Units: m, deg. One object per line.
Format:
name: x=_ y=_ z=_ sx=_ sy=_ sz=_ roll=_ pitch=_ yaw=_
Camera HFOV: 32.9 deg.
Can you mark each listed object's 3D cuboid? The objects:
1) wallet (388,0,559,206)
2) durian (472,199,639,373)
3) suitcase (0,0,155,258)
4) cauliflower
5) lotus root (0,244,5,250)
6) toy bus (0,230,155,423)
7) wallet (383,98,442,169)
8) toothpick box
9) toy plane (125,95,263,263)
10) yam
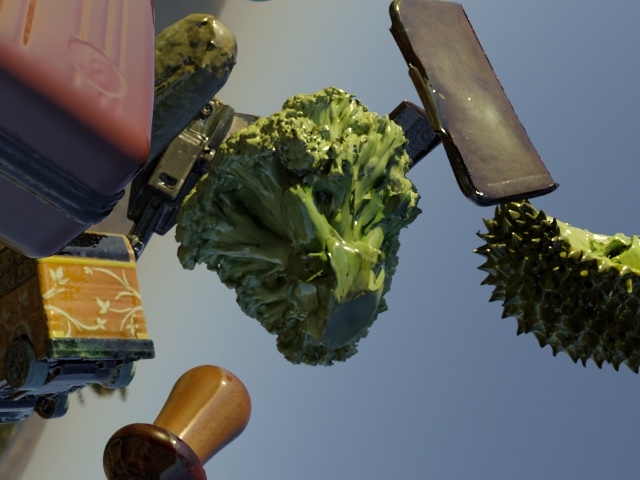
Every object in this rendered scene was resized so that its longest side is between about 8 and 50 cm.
wallet: x=0.157 y=-0.156 z=1.179 sx=0.031 sy=0.137 sz=0.255 roll=-41 pitch=-115 yaw=46
durian: x=0.346 y=0.053 z=1.292 sx=0.169 sy=0.355 sz=0.157 roll=-81 pitch=-168 yaw=-45
suitcase: x=-0.258 y=-0.150 z=0.902 sx=0.161 sy=0.236 sz=0.297 roll=-41 pitch=-147 yaw=22
cauliflower: x=0.000 y=0.000 z=1.096 sx=0.272 sy=0.275 sz=0.250 roll=-47 pitch=-145 yaw=15
lotus root: x=-0.437 y=0.009 z=1.559 sx=0.118 sy=0.221 sz=0.125 roll=-13 pitch=-158 yaw=34
toy bus: x=-0.371 y=0.118 z=1.367 sx=0.323 sy=0.162 sz=0.194 roll=-27 pitch=-112 yaw=40
wallet: x=0.146 y=-0.182 z=2.177 sx=0.243 sy=0.133 sz=0.039 roll=-41 pitch=-147 yaw=41
toothpick box: x=-0.242 y=0.351 z=1.885 sx=0.192 sy=0.192 sz=0.294 roll=-57 pitch=174 yaw=39
toy plane: x=-0.222 y=-0.073 z=1.524 sx=0.316 sy=0.204 sz=0.103 roll=-64 pitch=-175 yaw=-16
yam: x=-0.243 y=-0.166 z=1.390 sx=0.330 sy=0.133 sz=0.133 roll=-40 pitch=-165 yaw=9
